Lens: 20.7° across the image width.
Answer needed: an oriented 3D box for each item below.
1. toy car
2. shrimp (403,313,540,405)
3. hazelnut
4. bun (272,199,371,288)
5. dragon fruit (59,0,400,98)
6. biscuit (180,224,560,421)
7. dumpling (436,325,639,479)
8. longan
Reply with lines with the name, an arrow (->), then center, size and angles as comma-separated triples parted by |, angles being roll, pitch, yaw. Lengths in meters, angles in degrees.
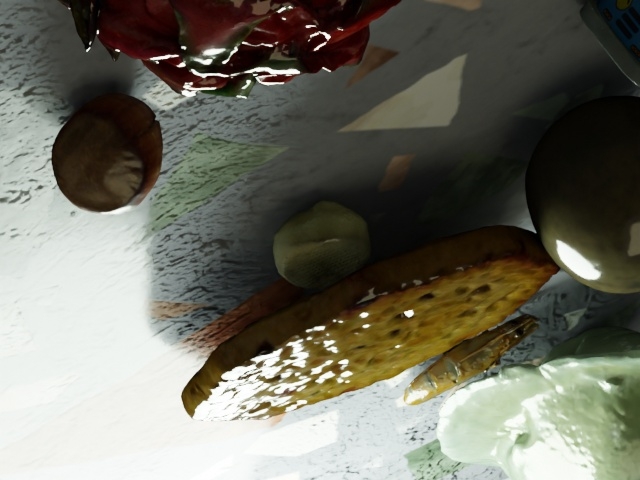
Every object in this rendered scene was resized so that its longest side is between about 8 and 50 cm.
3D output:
toy car -> 0.301, -0.166, 1.384 | 0.191, 0.097, 0.100 | 5, 133, -46
shrimp -> 0.158, 0.128, 1.797 | 0.162, 0.045, 0.095 | -31, 152, 2
hazelnut -> -0.143, -0.058, 1.202 | 0.086, 0.086, 0.086 | -21, 151, -12
bun -> 0.000, 0.000, 1.442 | 0.086, 0.054, 0.086 | -9, 147, -6
dragon fruit -> -0.052, -0.212, 0.928 | 0.234, 0.234, 0.293 | -17, 119, -19
biscuit -> 0.045, 0.076, 1.548 | 0.359, 0.046, 0.359 | -22, 166, -6
dumpling -> 0.291, 0.205, 1.861 | 0.270, 0.212, 0.320 | -3, 136, -51
longan -> 0.254, -0.037, 1.479 | 0.167, 0.167, 0.187 | -31, 152, 6
